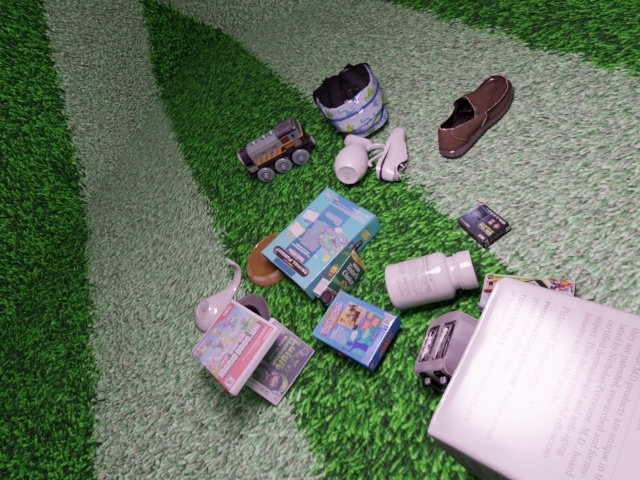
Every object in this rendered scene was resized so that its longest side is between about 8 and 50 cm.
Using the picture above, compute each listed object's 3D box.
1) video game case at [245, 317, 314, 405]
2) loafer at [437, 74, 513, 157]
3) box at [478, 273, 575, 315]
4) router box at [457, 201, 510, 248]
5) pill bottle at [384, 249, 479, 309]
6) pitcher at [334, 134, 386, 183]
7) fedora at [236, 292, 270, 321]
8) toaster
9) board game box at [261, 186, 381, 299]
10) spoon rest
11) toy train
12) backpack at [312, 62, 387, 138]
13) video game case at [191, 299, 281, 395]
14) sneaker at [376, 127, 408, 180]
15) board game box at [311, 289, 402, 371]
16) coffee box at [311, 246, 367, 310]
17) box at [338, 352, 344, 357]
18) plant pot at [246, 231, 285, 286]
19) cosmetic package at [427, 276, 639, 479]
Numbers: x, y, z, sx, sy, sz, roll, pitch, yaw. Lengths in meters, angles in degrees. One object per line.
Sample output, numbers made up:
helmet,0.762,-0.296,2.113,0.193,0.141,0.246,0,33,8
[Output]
video game case,-0.133,0.348,1.244,0.190,0.173,0.022,-53,22,-15
loafer,0.530,-0.447,1.480,0.133,0.130,0.366,26,72,43
box,0.512,0.147,1.079,0.206,0.036,0.114,3,57,34
router box,0.472,-0.046,1.259,0.092,0.038,0.122,-37,44,3
pill bottle,0.303,0.103,1.182,0.229,0.131,0.131,-17,48,21
pitcher,0.151,-0.307,1.635,0.177,0.126,0.207,5,46,18
fedora,-0.230,0.315,1.362,0.275,0.124,0.243,-46,43,0
toaster,0.318,0.259,1.012,0.110,0.168,0.186,29,68,-2
board game box,0.000,0.000,1.476,0.336,0.079,0.253,-45,49,-11
spoon rest,-0.370,0.206,1.589,0.137,0.084,0.277,24,84,44
toy train,-0.191,-0.388,1.858,0.333,0.190,0.142,-24,45,14
backpack,0.132,-0.568,1.769,0.289,0.274,0.356,-28,18,6
video game case,-0.250,0.294,1.246,0.285,0.025,0.204,15,64,53
sneaker,0.281,-0.311,1.579,0.094,0.090,0.235,12,66,24
board game box,0.099,0.248,1.219,0.210,0.047,0.160,21,69,41
coffee box,0.061,0.122,1.338,0.040,0.113,0.184,24,69,44
box,0.102,0.269,1.255,0.136,0.028,0.081,-31,45,5
plant pot,-0.183,0.060,1.605,0.236,0.032,0.237,-17,49,21
cosmetic package,0.467,0.326,0.754,0.393,0.329,0.328,17,66,40
